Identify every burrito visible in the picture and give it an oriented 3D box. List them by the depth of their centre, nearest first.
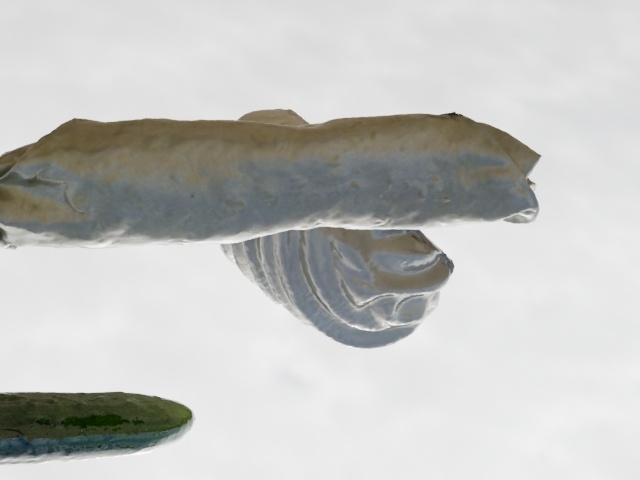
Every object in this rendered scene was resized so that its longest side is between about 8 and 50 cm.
[{"bbox_3d":[-0.026,-0.029,0.796,0.275,0.059,0.082,-3,177,-10],"label":"burrito"}]

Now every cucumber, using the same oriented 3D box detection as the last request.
[{"bbox_3d":[-0.202,0.136,1.210,0.250,0.056,0.056,-1,-158,-26],"label":"cucumber"}]

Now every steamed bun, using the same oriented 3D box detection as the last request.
[{"bbox_3d":[0.000,0.000,1.112,0.183,0.106,0.183,43,-176,-4],"label":"steamed bun"}]
